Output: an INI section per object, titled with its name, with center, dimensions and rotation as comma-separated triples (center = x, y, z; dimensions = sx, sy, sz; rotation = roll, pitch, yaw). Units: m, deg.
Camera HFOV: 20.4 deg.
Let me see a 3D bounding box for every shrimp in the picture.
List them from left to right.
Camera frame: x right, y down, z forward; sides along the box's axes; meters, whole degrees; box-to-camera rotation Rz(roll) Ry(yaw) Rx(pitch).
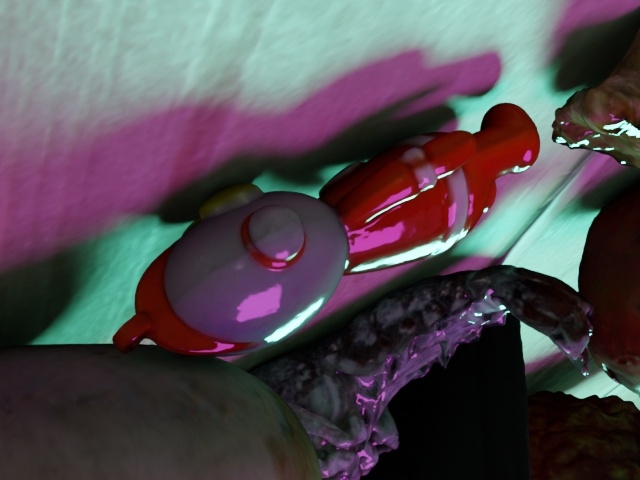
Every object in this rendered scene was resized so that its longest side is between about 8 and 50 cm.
[shrimp]
center = 0.007, 0.141, 1.262
dimensions = 0.410, 0.166, 0.221
rotation = -43, 156, 15

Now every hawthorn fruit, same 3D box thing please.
[hawthorn fruit]
center = 0.272, 0.023, 1.253
dimensions = 0.181, 0.181, 0.235
rotation = -24, 166, -7

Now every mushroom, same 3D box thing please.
[mushroom]
center = -0.117, 0.163, 0.902
dimensions = 0.243, 0.243, 0.243
rotation = -24, 166, -7

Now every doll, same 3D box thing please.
[doll]
center = 0.000, 0.000, 0.890
dimensions = 0.245, 0.076, 0.142
rotation = -23, 165, -27

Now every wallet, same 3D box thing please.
[wallet]
center = 0.074, 0.185, 1.395
dimensions = 0.041, 0.247, 0.323
rotation = 18, 144, -22

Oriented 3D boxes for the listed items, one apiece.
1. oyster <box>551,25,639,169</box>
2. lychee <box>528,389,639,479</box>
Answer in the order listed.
[oyster]
center = 0.269, -0.093, 0.996
dimensions = 0.221, 0.096, 0.361
rotation = -41, 163, 26
[lychee]
center = 0.269, 0.393, 2.024
dimensions = 0.424, 0.424, 0.500
rotation = -37, -167, 37
